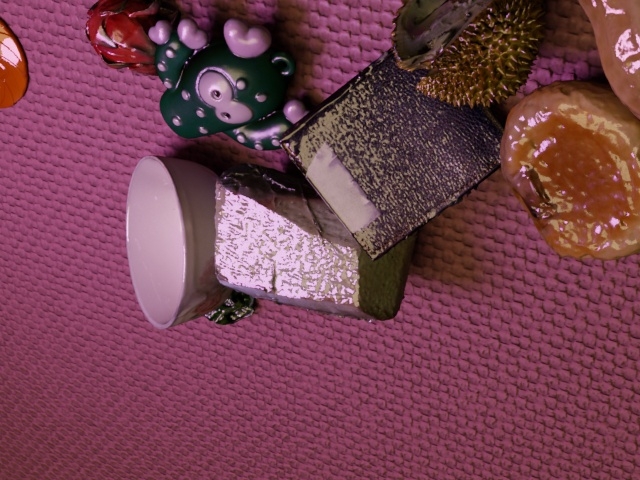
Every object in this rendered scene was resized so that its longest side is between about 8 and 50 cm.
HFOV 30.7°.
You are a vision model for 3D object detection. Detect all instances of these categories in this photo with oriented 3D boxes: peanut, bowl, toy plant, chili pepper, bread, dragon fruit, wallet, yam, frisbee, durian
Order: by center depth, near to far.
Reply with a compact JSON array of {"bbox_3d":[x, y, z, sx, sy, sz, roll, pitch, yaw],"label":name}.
[{"bbox_3d":[0.364,-0.278,1.325,0.149,0.149,0.313,-20,93,40],"label":"peanut"},{"bbox_3d":[0.215,-0.263,1.441,0.237,0.193,0.138,-25,133,26],"label":"durian"},{"bbox_3d":[0.345,-0.095,1.480,0.244,0.134,0.244,19,129,26],"label":"bread"},{"bbox_3d":[0.108,-0.133,1.574,0.262,0.071,0.221,-38,99,7],"label":"wallet"},{"bbox_3d":[-0.132,-0.227,1.708,0.243,0.112,0.232,2,136,21],"label":"toy plant"},{"bbox_3d":[0.002,0.002,1.727,0.271,0.201,0.202,15,108,30],"label":"yam"},{"bbox_3d":[-0.284,-0.314,1.760,0.142,0.130,0.121,20,96,23],"label":"dragon fruit"},{"bbox_3d":[-0.205,-0.001,1.860,0.277,0.145,0.277,18,110,59],"label":"bowl"},{"bbox_3d":[-0.203,0.060,1.995,0.216,0.062,0.108,33,126,11],"label":"chili pepper"},{"bbox_3d":[-0.587,-0.312,2.008,0.192,0.035,0.192,17,127,24],"label":"frisbee"}]
